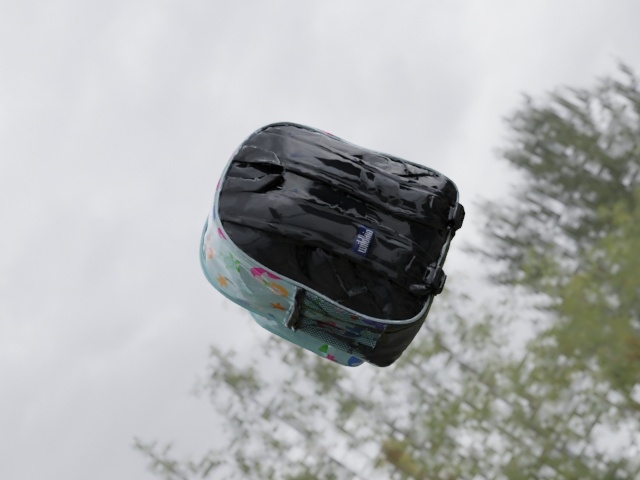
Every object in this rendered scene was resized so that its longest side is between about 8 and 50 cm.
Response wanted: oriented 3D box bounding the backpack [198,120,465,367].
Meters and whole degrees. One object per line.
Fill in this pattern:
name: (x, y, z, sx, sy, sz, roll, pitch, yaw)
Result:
backpack: (0.000, 0.000, 1.570, 0.191, 0.253, 0.225, 121, 171, -54)
